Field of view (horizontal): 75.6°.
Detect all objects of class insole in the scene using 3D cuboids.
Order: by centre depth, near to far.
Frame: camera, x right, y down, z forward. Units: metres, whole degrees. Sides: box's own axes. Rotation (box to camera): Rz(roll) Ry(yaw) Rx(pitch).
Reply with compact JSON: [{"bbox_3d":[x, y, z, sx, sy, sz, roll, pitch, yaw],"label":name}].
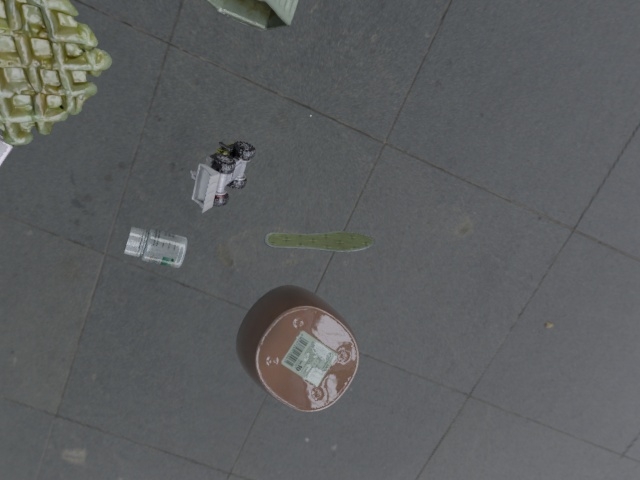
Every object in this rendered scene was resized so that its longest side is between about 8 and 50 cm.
[{"bbox_3d":[0.000,0.000,1.186,0.321,0.109,0.007,2,122,-9],"label":"insole"}]

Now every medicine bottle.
[{"bbox_3d":[-0.392,0.015,0.985,0.130,0.080,0.080,15,107,-26],"label":"medicine bottle"}]

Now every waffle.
[{"bbox_3d":[-0.500,-0.289,0.610,0.291,0.056,0.309,-36,142,4],"label":"waffle"}]

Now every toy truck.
[{"bbox_3d":[-0.268,-0.184,1.104,0.111,0.286,0.136,24,121,3],"label":"toy truck"}]

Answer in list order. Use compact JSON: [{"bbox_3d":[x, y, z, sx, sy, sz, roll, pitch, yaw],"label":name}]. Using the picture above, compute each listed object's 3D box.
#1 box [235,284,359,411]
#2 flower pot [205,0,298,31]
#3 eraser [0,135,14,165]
[{"bbox_3d":[-0.054,0.264,1.018,0.300,0.216,0.301,1,87,-13],"label":"box"},{"bbox_3d":[-0.147,-0.582,0.865,0.209,0.239,0.190,13,102,-38],"label":"flower pot"},{"bbox_3d":[-1.126,-0.227,1.324,0.130,0.086,0.287,33,93,-33],"label":"eraser"}]
